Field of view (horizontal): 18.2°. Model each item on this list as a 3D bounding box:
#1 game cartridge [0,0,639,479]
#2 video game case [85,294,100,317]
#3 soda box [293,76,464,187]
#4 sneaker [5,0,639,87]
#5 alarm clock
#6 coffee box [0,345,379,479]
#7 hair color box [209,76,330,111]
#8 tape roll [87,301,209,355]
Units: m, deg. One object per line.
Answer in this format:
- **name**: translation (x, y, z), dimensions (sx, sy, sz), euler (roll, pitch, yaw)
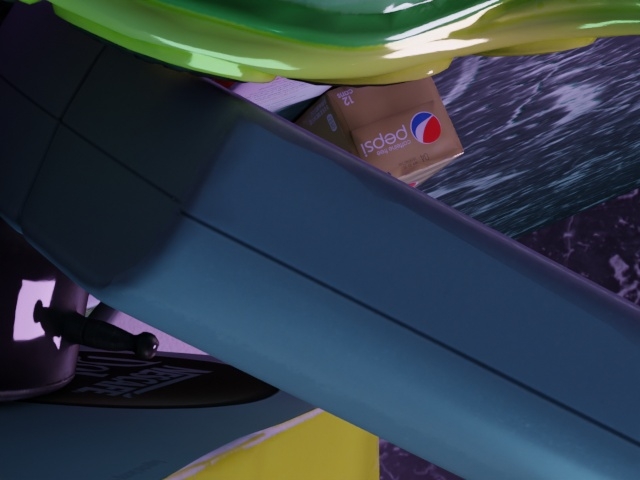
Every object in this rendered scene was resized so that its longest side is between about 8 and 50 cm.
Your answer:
- **game cartridge**: translation (0.000, 0.000, 0.530), dimensions (0.062, 0.198, 0.297), euler (-66, -164, 4)
- **video game case**: translation (-0.177, 0.052, 1.496), dimensions (0.087, 0.011, 0.122), euler (-27, 174, 39)
- **soda box**: translation (0.012, -0.041, 1.106), dimensions (0.061, 0.058, 0.181), euler (-22, 174, -21)
- **sneaker**: translation (0.040, -0.101, 0.422), dimensions (0.295, 0.123, 0.109), euler (-6, -157, -22)
- **alarm clock**: translation (-0.144, 0.000, 0.594), dimensions (0.129, 0.064, 0.192), euler (5, -174, -42)
- **coffee box**: translation (-0.182, 0.207, 0.589), dimensions (0.334, 0.338, 0.337), euler (3, -176, 17)
- **hair color box**: translation (-0.005, -0.081, 0.676), dimensions (0.072, 0.043, 0.141), euler (-20, 175, -31)
- **tape roll**: translation (-0.173, 0.149, 1.183), dimensions (0.392, 0.072, 0.392), euler (-50, -175, 6)
